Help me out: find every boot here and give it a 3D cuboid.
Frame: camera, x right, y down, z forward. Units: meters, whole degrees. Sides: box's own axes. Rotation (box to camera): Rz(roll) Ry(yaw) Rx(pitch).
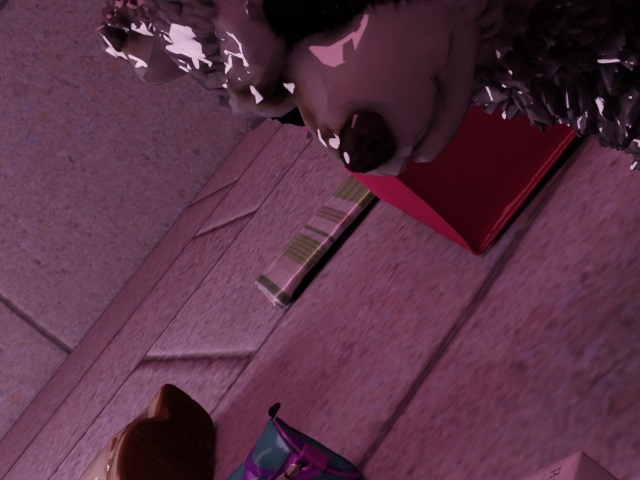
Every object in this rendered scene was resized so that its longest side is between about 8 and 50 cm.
[{"bbox_3d":[-0.165,0.213,0.938,0.165,0.077,0.213,-47,7,9],"label":"boot"}]

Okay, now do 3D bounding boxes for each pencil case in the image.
[{"bbox_3d":[-0.048,0.170,0.663,0.151,0.064,0.070,-51,-13,-1],"label":"pencil case"}]

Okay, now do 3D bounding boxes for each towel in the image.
[{"bbox_3d":[0.000,0.000,1.147,0.152,0.023,0.113,-48,14,-3],"label":"towel"}]

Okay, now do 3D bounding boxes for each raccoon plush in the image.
[{"bbox_3d":[0.074,-0.180,0.562,0.446,0.299,0.216,-80,1,-56],"label":"raccoon plush"}]

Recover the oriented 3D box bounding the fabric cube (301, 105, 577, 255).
[{"bbox_3d":[0.072,-0.179,0.850,0.254,0.259,0.258,-49,13,0],"label":"fabric cube"}]

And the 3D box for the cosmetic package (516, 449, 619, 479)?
[{"bbox_3d":[0.035,0.179,0.335,0.099,0.060,0.239,-37,17,44],"label":"cosmetic package"}]
